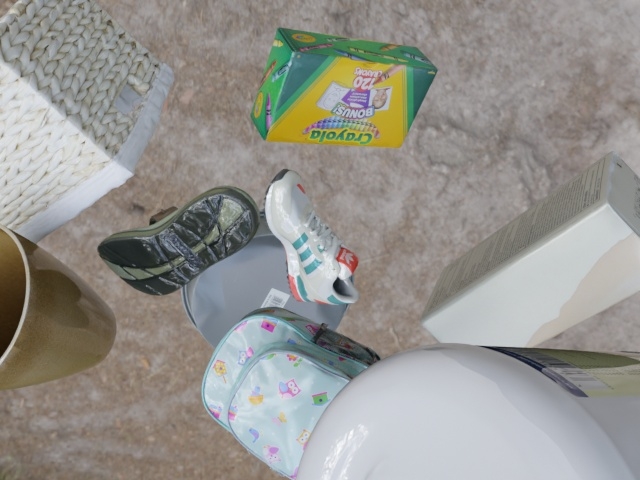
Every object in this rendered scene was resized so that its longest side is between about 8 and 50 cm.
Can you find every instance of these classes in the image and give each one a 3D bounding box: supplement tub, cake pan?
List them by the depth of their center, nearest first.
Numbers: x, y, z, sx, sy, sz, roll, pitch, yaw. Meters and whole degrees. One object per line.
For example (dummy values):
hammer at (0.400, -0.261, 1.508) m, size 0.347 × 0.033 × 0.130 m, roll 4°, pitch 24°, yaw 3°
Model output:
supplement tub at (0.168, 0.189, 0.446) m, size 0.325 × 0.235 × 0.235 m, roll 10°, pitch 129°, yaw -40°
cake pan at (-0.084, 0.090, 1.137) m, size 0.293 × 0.054 × 0.293 m, roll -4°, pitch 118°, yaw -7°

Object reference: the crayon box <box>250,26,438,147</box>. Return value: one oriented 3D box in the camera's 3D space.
crayon box at (0.039, -0.248, 1.147) m, size 0.279 × 0.081 × 0.165 m, roll -2°, pitch 134°, yaw -30°

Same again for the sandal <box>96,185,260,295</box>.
sandal at (-0.203, -0.003, 1.010) m, size 0.303 × 0.086 × 0.120 m, roll -21°, pitch 118°, yaw 29°

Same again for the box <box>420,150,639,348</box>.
box at (0.291, 0.039, 0.906) m, size 0.121 × 0.148 × 0.311 m, roll 43°, pitch 131°, yaw -6°

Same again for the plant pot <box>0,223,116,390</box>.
plant pot at (-0.434, 0.120, 1.020) m, size 0.237 × 0.237 × 0.254 m, roll -26°, pitch 156°, yaw 13°

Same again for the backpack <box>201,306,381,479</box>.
backpack at (-0.041, 0.170, 0.792) m, size 0.188 × 0.144 × 0.165 m, roll 31°, pitch 99°, yaw 9°

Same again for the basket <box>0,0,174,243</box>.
basket at (-0.464, -0.201, 1.110) m, size 0.331 × 0.328 × 0.266 m, roll -30°, pitch 123°, yaw 26°

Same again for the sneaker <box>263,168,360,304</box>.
sneaker at (0.000, 0.000, 0.661) m, size 0.075 × 0.057 × 0.161 m, roll 10°, pitch 133°, yaw 27°
